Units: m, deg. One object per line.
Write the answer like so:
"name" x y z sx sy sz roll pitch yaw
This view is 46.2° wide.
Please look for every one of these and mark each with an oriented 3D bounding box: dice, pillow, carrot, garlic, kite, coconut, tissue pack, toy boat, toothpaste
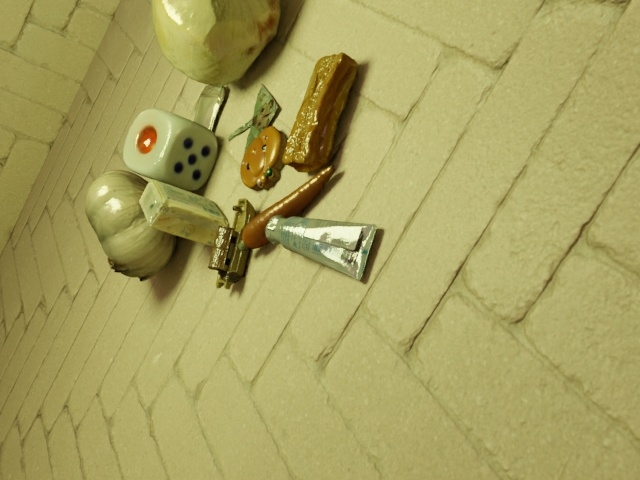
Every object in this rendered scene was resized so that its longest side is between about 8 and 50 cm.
"dice" -0.418 -0.252 2.093 0.193 0.192 0.194 20 91 36
"pillow" -0.341 -0.350 2.207 0.131 0.038 0.232 11 85 47
"carrot" -0.079 -0.070 1.690 0.336 0.069 0.069 -39 45 31
"garlic" -0.520 -0.052 2.086 0.322 0.241 0.321 49 148 47
"kite" -0.180 -0.315 1.996 0.250 0.012 0.229 -17 56 49
"coconut" -0.275 -0.629 2.001 0.415 0.345 0.415 176 90 -72
"tissue pack" -0.356 -0.070 1.942 0.092 0.196 0.148 -58 36 15
"toy boat" -0.213 0.006 1.805 0.068 0.088 0.225 -2 72 54
"toothpaste" 0.000 0.000 1.547 0.299 0.073 0.114 15 84 48

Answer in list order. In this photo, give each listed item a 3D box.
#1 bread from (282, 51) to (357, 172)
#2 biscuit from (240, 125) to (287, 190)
"bread" -0.002 -0.283 1.680 0.139 0.077 0.270 3 74 58
"biscuit" -0.147 -0.198 1.855 0.170 0.050 0.170 -29 51 44
